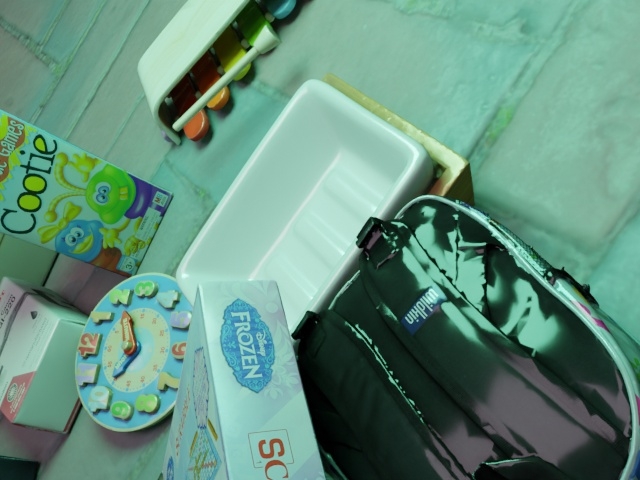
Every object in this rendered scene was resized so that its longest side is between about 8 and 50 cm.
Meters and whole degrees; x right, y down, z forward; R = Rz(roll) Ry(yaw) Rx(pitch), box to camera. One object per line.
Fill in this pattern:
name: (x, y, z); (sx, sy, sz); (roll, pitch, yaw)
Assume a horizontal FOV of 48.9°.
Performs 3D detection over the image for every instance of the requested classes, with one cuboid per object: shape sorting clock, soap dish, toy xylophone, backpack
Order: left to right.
shape sorting clock: (-0.237, 0.139, 0.901); (0.206, 0.040, 0.206); (-13, 64, 28)
toy xylophone: (-0.144, -0.265, 0.988); (0.323, 0.081, 0.236); (-37, 50, 24)
soap dish: (0.000, 0.000, 0.713); (0.290, 0.118, 0.229); (-54, 46, 8)
backpack: (0.120, 0.120, 0.499); (0.225, 0.191, 0.253); (-54, 38, 12)

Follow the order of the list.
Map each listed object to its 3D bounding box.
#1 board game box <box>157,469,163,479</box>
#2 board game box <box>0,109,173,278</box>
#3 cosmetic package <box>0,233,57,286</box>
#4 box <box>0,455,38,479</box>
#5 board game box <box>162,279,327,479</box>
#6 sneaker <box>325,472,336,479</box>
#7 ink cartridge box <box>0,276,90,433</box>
board game box: (-0.143, 0.349, 0.744); (0.186, 0.026, 0.126); (26, 89, 45)
board game box: (-0.372, -0.068, 0.964); (0.144, 0.275, 0.142); (22, 86, 45)
cosmetic package: (-0.530, 0.009, 1.186); (0.160, 0.113, 0.309); (18, 85, 45)
box: (-0.494, 0.383, 0.993); (0.156, 0.093, 0.158); (-10, 66, 39)
board game box: (-0.062, 0.250, 0.536); (0.318, 0.066, 0.318); (111, 151, -45)
sneaker: (0.033, 0.266, 0.589); (0.281, 0.115, 0.105); (-143, 50, -59)
ink cartridge box: (-0.421, 0.161, 1.032); (0.218, 0.092, 0.158); (19, 83, 46)
